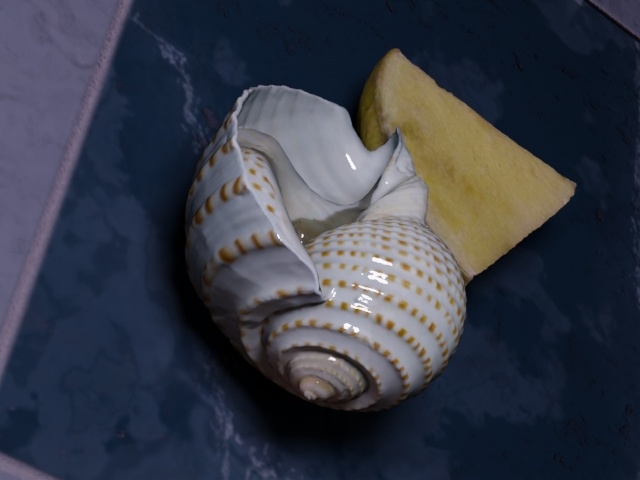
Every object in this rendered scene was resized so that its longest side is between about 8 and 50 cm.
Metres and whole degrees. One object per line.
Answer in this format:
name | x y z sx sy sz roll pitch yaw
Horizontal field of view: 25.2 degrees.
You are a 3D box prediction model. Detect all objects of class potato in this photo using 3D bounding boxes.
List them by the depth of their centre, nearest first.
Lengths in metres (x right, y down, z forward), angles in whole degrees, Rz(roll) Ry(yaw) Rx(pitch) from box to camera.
potato | 0.125 -0.086 1.588 0.255 0.112 0.269 54 42 1

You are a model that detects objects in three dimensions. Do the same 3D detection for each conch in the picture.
conch | -0.011 0.013 1.354 0.303 0.215 0.319 36 24 -22
